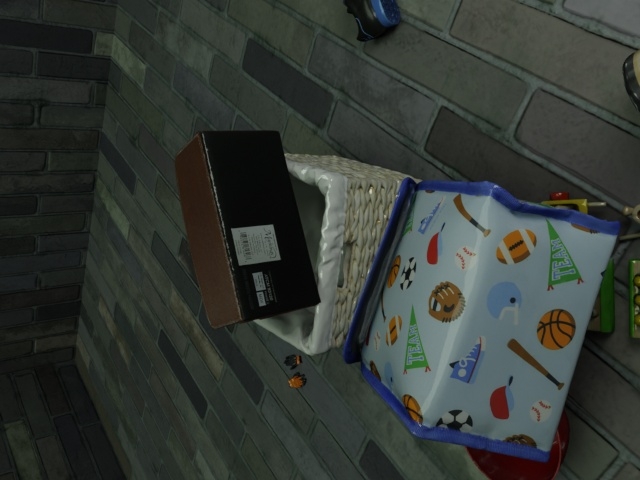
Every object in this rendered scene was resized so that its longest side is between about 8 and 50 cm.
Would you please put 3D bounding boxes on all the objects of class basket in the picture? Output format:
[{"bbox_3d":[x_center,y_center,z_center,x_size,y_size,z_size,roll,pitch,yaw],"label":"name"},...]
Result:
[{"bbox_3d":[0.000,0.000,1.144,0.331,0.266,0.328,23,113,48],"label":"basket"}]

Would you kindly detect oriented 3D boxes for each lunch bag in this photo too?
[{"bbox_3d":[0.189,0.082,0.872,0.385,0.239,0.328,-145,73,-77],"label":"lunch bag"}]

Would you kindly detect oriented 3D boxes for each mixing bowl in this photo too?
[{"bbox_3d":[0.319,0.290,0.921,0.181,0.098,0.181,11,104,51],"label":"mixing bowl"}]

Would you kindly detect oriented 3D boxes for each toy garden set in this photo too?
[{"bbox_3d":[0.409,0.033,0.811,0.244,0.049,0.204,2,97,51],"label":"toy garden set"}]

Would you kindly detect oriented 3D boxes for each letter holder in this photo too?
[{"bbox_3d":[-0.152,-0.009,1.004,0.214,0.152,0.302,-23,79,52],"label":"letter holder"}]

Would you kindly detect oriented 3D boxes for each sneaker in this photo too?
[{"bbox_3d":[0.077,-0.499,1.123,0.090,0.081,0.232,-20,80,43],"label":"sneaker"}]

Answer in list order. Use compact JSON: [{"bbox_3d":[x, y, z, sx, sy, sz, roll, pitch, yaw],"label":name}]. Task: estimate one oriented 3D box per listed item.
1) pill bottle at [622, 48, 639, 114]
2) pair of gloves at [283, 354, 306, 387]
[{"bbox_3d":[0.468,-0.212,0.645,0.219,0.123,0.123,-33,69,48],"label":"pill bottle"},{"bbox_3d":[-0.066,0.330,1.476,0.074,0.010,0.083,-26,74,50],"label":"pair of gloves"}]
